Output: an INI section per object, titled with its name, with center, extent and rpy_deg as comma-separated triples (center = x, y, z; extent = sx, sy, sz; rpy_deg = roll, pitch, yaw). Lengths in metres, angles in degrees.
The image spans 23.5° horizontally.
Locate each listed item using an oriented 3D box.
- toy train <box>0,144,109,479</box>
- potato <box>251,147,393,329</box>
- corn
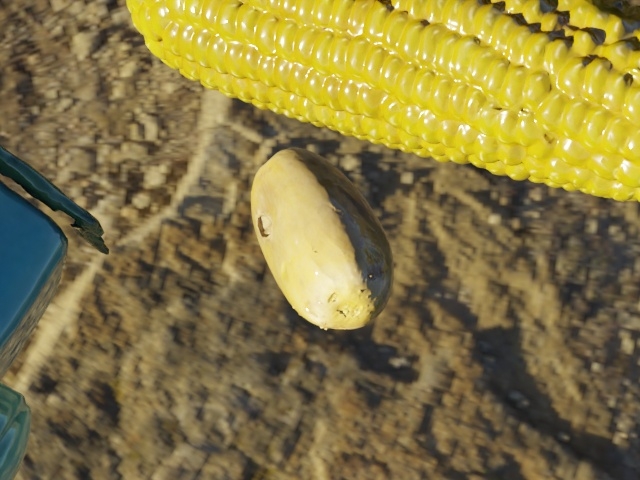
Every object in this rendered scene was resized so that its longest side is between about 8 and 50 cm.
[toy train]
center = -0.157, -0.001, 0.350
extent = 0.203, 0.163, 0.112
rpy_deg = 29, 72, -4
[potato]
center = 0.000, 0.000, 1.750
extent = 0.146, 0.234, 0.150
rpy_deg = 14, 129, -42
[corn]
center = 0.048, -0.109, 0.833
extent = 0.120, 0.363, 0.120
rpy_deg = -43, 142, -47
